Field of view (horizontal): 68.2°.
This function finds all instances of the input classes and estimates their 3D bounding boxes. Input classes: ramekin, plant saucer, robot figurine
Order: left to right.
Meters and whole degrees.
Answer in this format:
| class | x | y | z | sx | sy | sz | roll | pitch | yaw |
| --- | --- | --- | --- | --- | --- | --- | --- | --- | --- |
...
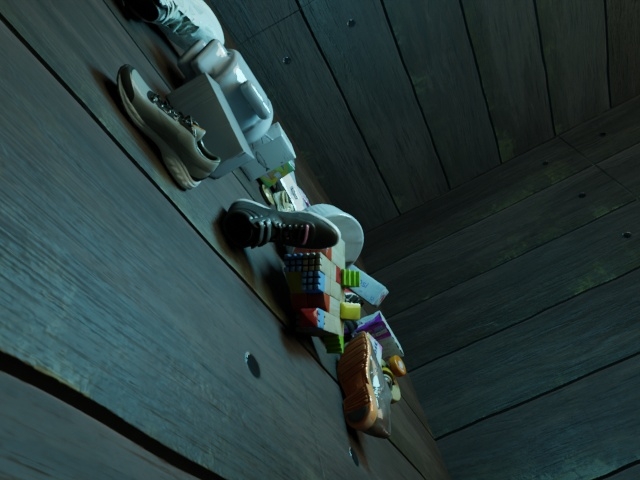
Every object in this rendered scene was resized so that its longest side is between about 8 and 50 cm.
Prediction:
| class | x | y | z | sx | sy | sz | roll | pitch | yaw |
| --- | --- | --- | --- | --- | --- | --- | --- | --- | --- |
| robot figurine | -0.276 | -0.434 | 1.445 | 0.300 | 0.199 | 0.353 | 24 | -21 | 40 |
| plant saucer | -0.197 | -0.164 | 1.729 | 0.083 | 0.015 | 0.083 | 60 | 9 | -15 |
| ramekin | 0.000 | 0.000 | 1.611 | 0.272 | 0.273 | 0.127 | 55 | -2 | -41 |

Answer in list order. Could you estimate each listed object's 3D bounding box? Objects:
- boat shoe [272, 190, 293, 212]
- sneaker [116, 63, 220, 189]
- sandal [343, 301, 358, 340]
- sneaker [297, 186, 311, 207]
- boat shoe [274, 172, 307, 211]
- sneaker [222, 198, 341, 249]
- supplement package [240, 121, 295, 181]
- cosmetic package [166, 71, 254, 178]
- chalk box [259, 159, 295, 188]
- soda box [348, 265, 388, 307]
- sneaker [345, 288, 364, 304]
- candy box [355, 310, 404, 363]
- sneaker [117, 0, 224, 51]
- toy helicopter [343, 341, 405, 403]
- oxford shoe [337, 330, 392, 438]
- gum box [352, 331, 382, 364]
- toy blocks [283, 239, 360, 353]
| class | x | y | z | sx | sy | sz | roll | pitch | yaw |
| --- | --- | --- | --- | --- | --- | --- | --- | --- | --- |
| boat shoe | -0.134 | -0.125 | 1.833 | 0.170 | 0.059 | 0.063 | 66 | 9 | 26 |
| sneaker | -0.308 | -0.239 | 0.968 | 0.271 | 0.108 | 0.100 | 57 | 12 | -27 |
| sandal | 0.076 | 0.274 | 1.686 | 0.167 | 0.107 | 0.446 | 65 | 9 | 15 |
| sneaker | -0.090 | -0.152 | 2.049 | 0.252 | 0.103 | 0.111 | 65 | 10 | 13 |
| boat shoe | -0.143 | -0.208 | 1.937 | 0.096 | 0.088 | 0.267 | -34 | 100 | -47 |
| sneaker | -0.102 | -0.018 | 1.149 | 0.147 | 0.296 | 0.104 | -66 | 170 | -67 |
| supplement package | -0.193 | -0.303 | 1.619 | 0.105 | 0.180 | 0.105 | 56 | 11 | -41 |
| cosmetic package | -0.283 | -0.293 | 1.226 | 0.237 | 0.127 | 0.107 | 65 | 8 | 4 |
| chalk box | -0.209 | -0.327 | 1.750 | 0.213 | 0.132 | 0.132 | 52 | 13 | -23 |
| soda box | 0.159 | 0.180 | 2.116 | 0.286 | 0.098 | 0.091 | 34 | -6 | 27 |
| sneaker | 0.101 | 0.254 | 2.051 | 0.118 | 0.107 | 0.279 | 46 | -1 | 20 |
| candy box | 0.231 | 0.423 | 1.992 | 0.233 | 0.159 | 0.071 | 59 | 10 | -28 |
| sneaker | -0.443 | -0.632 | 1.341 | 0.447 | 0.169 | 0.257 | 41 | 31 | -49 |
| toy helicopter | 0.190 | 0.498 | 1.749 | 0.355 | 0.140 | 0.234 | 44 | 26 | -32 |
| oxford shoe | 0.140 | 0.433 | 1.434 | 0.133 | 0.130 | 0.363 | 40 | 27 | -23 |
| gum box | 0.151 | 0.411 | 1.596 | 0.107 | 0.062 | 0.188 | 50 | 38 | -35 |
| toy blocks | -0.013 | 0.109 | 1.309 | 0.261 | 0.191 | 0.380 | 43 | 46 | -65 |
